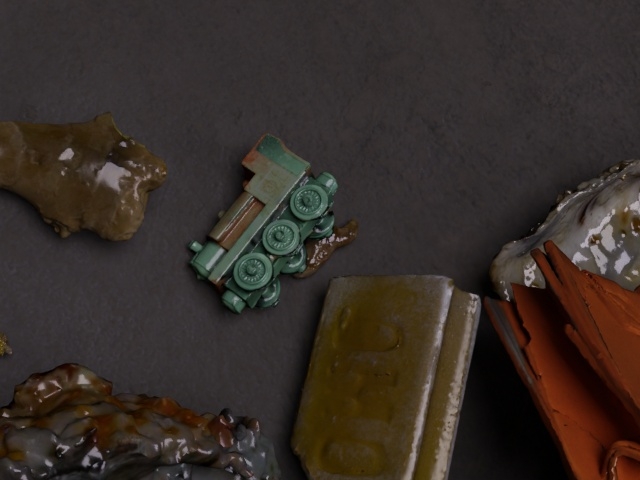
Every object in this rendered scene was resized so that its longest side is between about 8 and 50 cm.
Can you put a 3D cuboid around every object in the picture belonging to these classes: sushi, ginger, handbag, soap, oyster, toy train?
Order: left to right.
[{"bbox_3d":[-0.299,-0.062,1.184,0.295,0.086,0.131,-1,86,-12],"label":"ginger"},{"bbox_3d":[-0.176,0.318,1.038,0.418,0.176,0.417,-4,99,-31],"label":"sushi"},{"bbox_3d":[-0.062,-0.012,1.254,0.118,0.074,0.176,35,78,20],"label":"toy train"},{"bbox_3d":[0.000,-0.001,1.299,0.097,0.030,0.048,-40,90,-22],"label":"ginger"},{"bbox_3d":[0.058,0.165,1.205,0.080,0.160,0.257,33,63,-44],"label":"soap"},{"bbox_3d":[0.362,0.000,1.407,0.396,0.111,0.204,-29,105,-24],"label":"oyster"},{"bbox_3d":[0.374,0.178,1.218,0.410,0.116,0.303,22,30,-35],"label":"handbag"}]

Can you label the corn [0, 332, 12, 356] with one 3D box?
[{"bbox_3d":[-0.334,0.092,1.156,0.083,0.028,0.027,20,76,-11],"label":"corn"}]
